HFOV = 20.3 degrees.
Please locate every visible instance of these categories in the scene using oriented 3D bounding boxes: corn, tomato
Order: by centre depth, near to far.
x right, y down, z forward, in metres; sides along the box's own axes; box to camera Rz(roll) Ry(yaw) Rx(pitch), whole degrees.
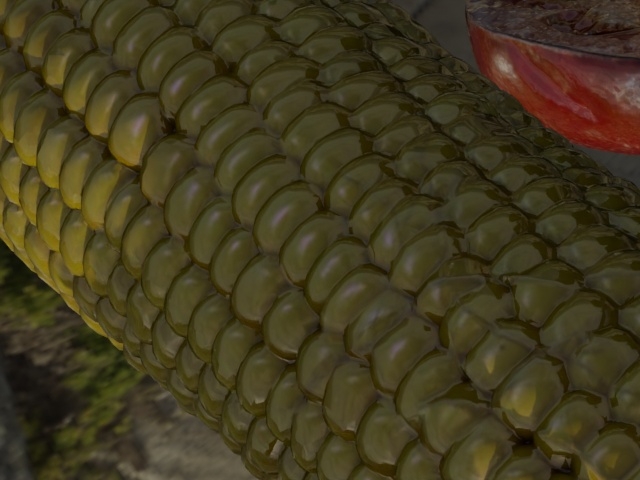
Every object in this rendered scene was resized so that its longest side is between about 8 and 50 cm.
[{"bbox_3d":[0.000,0.000,0.532,0.387,0.144,0.144,43,106,34],"label":"corn"},{"bbox_3d":[0.288,-0.154,1.582,0.338,0.338,0.143,3,114,14],"label":"tomato"}]
